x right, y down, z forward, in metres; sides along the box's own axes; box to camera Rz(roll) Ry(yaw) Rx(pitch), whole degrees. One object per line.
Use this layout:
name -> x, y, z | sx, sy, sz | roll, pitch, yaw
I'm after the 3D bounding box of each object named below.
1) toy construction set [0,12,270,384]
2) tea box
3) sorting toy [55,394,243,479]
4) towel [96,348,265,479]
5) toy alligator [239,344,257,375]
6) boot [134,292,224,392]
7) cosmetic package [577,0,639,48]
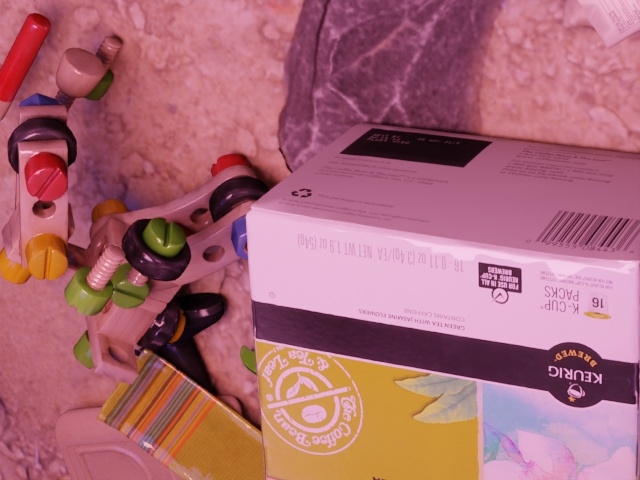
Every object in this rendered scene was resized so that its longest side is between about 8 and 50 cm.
toy construction set -> -0.217, -0.015, 1.671 | 0.309, 0.257, 0.237 | 53, 126, 26
tea box -> 0.138, 0.100, 1.529 | 0.329, 0.220, 0.323 | 8, 117, 26
sorting toy -> -0.099, 0.259, 1.850 | 0.307, 0.041, 0.229 | -7, 110, 24
towel -> -0.098, 0.205, 1.787 | 0.237, 0.021, 0.102 | 36, 122, 3
toy alligator -> -0.006, 0.162, 1.727 | 0.051, 0.056, 0.190 | -36, 68, -4
boot -> -0.129, 0.105, 1.788 | 0.121, 0.045, 0.099 | -7, 107, 37
cosmetic package -> 0.257, -0.203, 1.435 | 0.115, 0.041, 0.060 | -29, 97, 35
